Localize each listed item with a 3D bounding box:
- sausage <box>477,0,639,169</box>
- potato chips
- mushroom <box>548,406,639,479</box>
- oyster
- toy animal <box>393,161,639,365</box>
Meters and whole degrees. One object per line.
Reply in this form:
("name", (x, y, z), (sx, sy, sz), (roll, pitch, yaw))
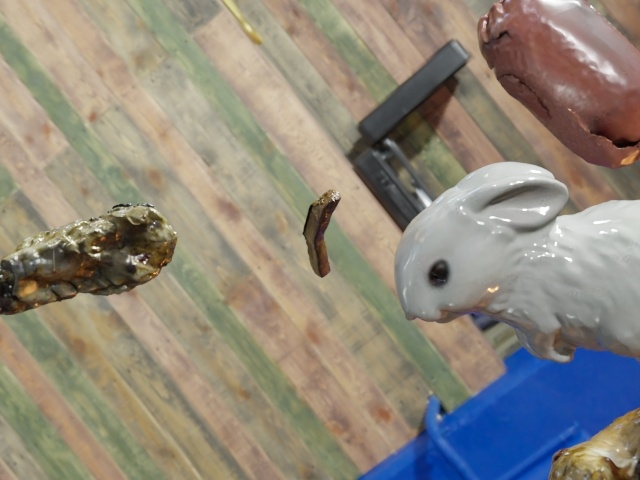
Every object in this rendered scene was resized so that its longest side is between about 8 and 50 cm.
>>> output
("sausage", (0.331, -0.220, 1.111), (0.280, 0.152, 0.152), (45, 8, 7))
("potato chips", (0.000, 0.000, 0.985), (0.026, 0.037, 0.204), (54, -17, 21))
("mushroom", (0.339, 0.131, 0.685), (0.254, 0.267, 0.267), (15, -4, 20))
("oyster", (-0.377, 0.045, 1.243), (0.078, 0.345, 0.129), (-142, -146, -70))
("toy animal", (0.267, 0.023, 0.956), (0.357, 0.258, 0.194), (15, 27, -12))
